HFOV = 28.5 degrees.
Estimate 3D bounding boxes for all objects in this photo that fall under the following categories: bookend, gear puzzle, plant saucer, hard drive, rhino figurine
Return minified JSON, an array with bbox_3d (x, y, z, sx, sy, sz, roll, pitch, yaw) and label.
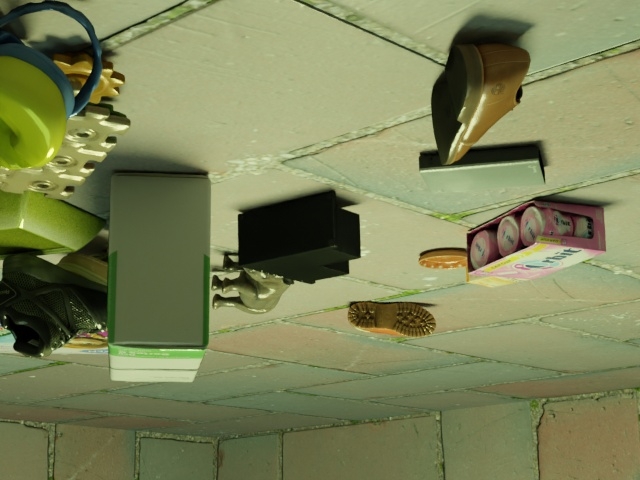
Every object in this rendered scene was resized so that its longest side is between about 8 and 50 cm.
[{"bbox_3d":[0.000,0.000,1.648,0.157,0.072,0.156,-12,162,36],"label":"bookend"},{"bbox_3d":[-0.287,-0.121,1.252,0.175,0.044,0.339,8,160,-25],"label":"gear puzzle"},{"bbox_3d":[-0.403,-0.015,1.627,0.188,0.045,0.188,-7,164,21],"label":"plant saucer"},{"bbox_3d":[0.187,-0.080,1.446,0.135,0.022,0.094,-4,165,14],"label":"hard drive"},{"bbox_3d":[0.187,0.027,1.875,0.083,0.013,0.083,0,164,0],"label":"plant saucer"},{"bbox_3d":[-0.092,0.056,1.860,0.106,0.073,0.243,7,163,-13],"label":"rhino figurine"}]

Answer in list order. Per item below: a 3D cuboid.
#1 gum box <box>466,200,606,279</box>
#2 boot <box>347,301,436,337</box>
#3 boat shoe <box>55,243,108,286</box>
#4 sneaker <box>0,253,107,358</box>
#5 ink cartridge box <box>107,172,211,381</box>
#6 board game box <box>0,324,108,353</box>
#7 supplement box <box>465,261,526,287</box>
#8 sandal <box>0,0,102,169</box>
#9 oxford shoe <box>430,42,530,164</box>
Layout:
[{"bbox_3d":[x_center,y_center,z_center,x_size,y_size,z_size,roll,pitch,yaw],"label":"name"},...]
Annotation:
[{"bbox_3d":[0.287,0.001,1.680,0.107,0.062,0.188,5,164,-22],"label":"gum box"},{"bbox_3d":[0.124,0.141,2.235,0.157,0.059,0.084,9,168,-2],"label":"boot"},{"bbox_3d":[-0.285,0.058,1.865,0.104,0.089,0.285,9,168,30],"label":"boat shoe"},{"bbox_3d":[-0.338,0.114,1.710,0.087,0.130,0.227,-13,151,44],"label":"sneaker"},{"bbox_3d":[-0.206,0.058,1.583,0.121,0.211,0.289,1,165,-9],"label":"ink cartridge box"},{"bbox_3d":[-0.449,0.139,2.172,0.318,0.066,0.318,2,165,-8],"label":"board game box"},{"bbox_3d":[0.275,0.043,1.891,0.062,0.036,0.098,12,160,-42],"label":"supplement box"},{"bbox_3d":[-0.286,-0.121,1.079,0.317,0.138,0.126,-5,133,45],"label":"sandal"},{"bbox_3d":[0.149,-0.124,1.190,0.076,0.076,0.212,-10,167,-9],"label":"oxford shoe"}]
